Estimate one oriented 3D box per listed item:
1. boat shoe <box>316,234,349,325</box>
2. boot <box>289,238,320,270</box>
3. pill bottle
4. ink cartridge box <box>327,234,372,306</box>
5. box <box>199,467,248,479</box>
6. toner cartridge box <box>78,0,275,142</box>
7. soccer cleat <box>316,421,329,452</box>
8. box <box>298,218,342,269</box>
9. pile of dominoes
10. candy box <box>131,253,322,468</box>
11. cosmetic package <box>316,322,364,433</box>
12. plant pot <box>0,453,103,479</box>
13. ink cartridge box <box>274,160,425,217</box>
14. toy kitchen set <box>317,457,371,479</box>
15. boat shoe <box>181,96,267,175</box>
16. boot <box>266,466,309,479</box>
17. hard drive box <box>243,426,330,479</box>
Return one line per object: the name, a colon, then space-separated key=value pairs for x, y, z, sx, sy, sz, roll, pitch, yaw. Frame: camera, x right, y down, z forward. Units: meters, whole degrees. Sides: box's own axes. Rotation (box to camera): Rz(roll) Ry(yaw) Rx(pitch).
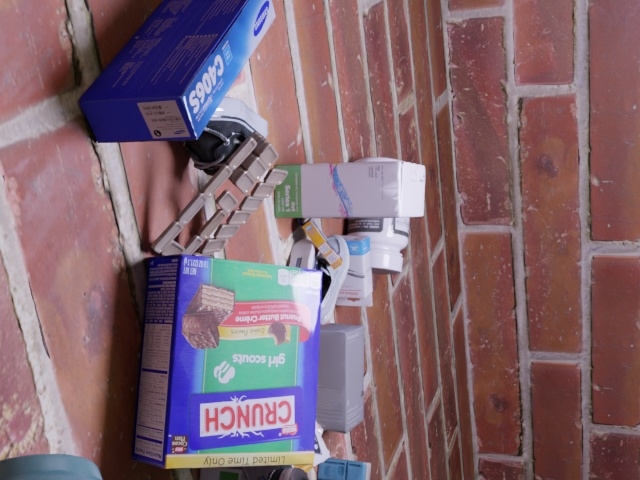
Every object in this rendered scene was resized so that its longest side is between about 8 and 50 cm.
boat shoe: x=0.011 y=0.080 z=1.989 sx=0.081 sy=0.079 sz=0.228 roll=62 pitch=38 yaw=-60
boot: x=-0.038 y=0.091 z=1.870 sx=0.190 sy=0.069 sz=0.086 roll=-71 pitch=149 yaw=-42
pill bottle: x=0.151 y=-0.061 z=2.239 sx=0.161 sy=0.161 sz=0.283 roll=27 pitch=66 yaw=-67
ink cartridge box: x=0.068 y=0.081 z=2.103 sx=0.060 sy=0.104 sz=0.180 roll=-32 pitch=121 yaw=-66
box: x=-0.158 y=0.449 z=1.541 sx=0.102 sy=0.087 sz=0.101 roll=23 pitch=68 yaw=-66
toner cartridge box: x=-0.201 y=-0.276 z=1.289 sx=0.348 sy=0.165 sz=0.075 roll=-67 pitch=151 yaw=-44
soccer cleat: x=-0.035 y=0.398 z=1.871 sx=0.068 sy=0.076 sz=0.196 roll=-63 pitch=141 yaw=-50
box: x=0.000 y=0.000 z=1.921 sx=0.136 sy=0.028 sz=0.081 roll=55 pitch=5 yaw=-5
pile of dominoes: x=-0.168 y=-0.065 z=1.432 sx=0.251 sy=0.040 sz=0.196 roll=-48 pitch=160 yaw=-4
candy box: x=-0.141 y=0.193 z=1.365 sx=0.268 sy=0.122 sz=0.317 roll=8 pitch=82 yaw=-35
cosmetic package: x=0.040 y=0.320 z=2.045 sx=0.127 sy=0.107 sz=0.238 roll=-13 pitch=106 yaw=-66
plant pot: x=-0.309 y=0.351 z=0.922 sx=0.293 sy=0.293 sz=0.196 roll=55 pitch=15 yaw=-57
ink cartridge box: x=0.067 y=-0.106 z=1.847 sx=0.201 sy=0.278 sz=0.117 roll=-6 pitch=97 yaw=-69
toy kitchen set: x=0.029 y=0.613 z=1.998 sx=0.166 sy=0.122 sz=0.207 roll=33 pitch=60 yaw=-66
boat shoe: x=-0.167 y=-0.167 z=1.443 sx=0.335 sy=0.121 sz=0.119 roll=6 pitch=86 yaw=-69
boot: x=-0.167 y=0.503 z=1.239 sx=0.138 sy=0.284 sz=0.378 roll=42 pitch=54 yaw=-62
hard drive box: x=-0.094 y=0.321 z=1.567 sx=0.232 sy=0.089 sz=0.181 roll=64 pitch=16 yaw=10
